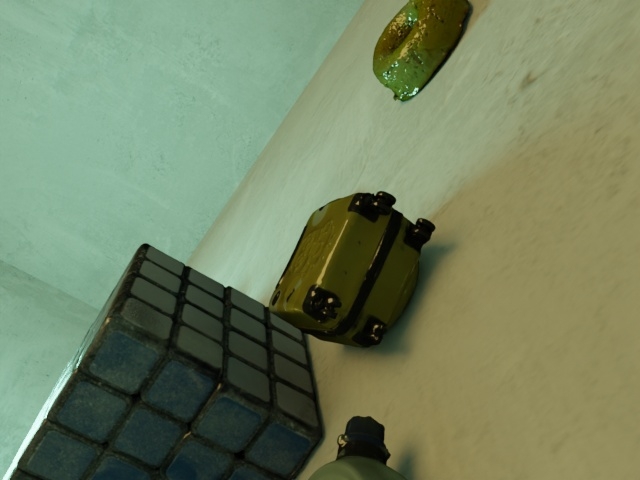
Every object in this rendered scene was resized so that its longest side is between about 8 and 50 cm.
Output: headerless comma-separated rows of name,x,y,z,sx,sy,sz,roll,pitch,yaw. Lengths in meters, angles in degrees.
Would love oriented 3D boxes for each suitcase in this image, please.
suitcase,0.042,0.049,0.837,0.194,0.143,0.235,-64,17,-15

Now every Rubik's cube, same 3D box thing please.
Rubik's cube,-0.234,0.258,0.945,0.345,0.337,0.344,-55,16,9

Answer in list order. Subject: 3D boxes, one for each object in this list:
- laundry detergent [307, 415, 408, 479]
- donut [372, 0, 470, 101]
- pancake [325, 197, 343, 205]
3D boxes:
laundry detergent,0.013,0.294,0.533,0.215,0.105,0.281,-50,19,37
donut,0.207,-0.440,1.316,0.272,0.107,0.272,-53,18,26
pancake,0.000,0.000,1.234,0.242,0.050,0.242,-52,18,24
